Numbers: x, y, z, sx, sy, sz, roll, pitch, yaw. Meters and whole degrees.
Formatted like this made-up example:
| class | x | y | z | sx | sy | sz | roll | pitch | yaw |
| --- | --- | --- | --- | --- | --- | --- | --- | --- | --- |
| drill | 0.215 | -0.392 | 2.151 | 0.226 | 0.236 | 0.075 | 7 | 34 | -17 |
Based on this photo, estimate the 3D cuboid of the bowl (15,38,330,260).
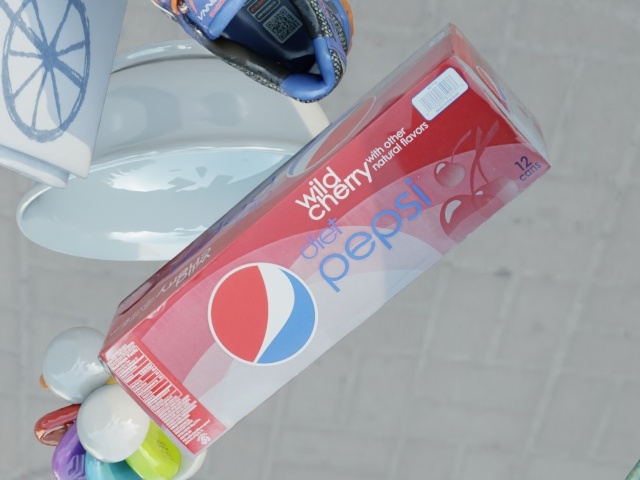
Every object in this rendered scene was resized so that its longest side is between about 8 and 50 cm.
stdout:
| class | x | y | z | sx | sy | sz | roll | pitch | yaw |
| --- | --- | --- | --- | --- | --- | --- | --- | --- | --- |
| bowl | -0.119 | -0.087 | 1.463 | 0.298 | 0.134 | 0.298 | -7 | 164 | -2 |

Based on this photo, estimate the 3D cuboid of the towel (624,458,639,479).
| class | x | y | z | sx | sy | sz | roll | pitch | yaw |
| --- | --- | --- | --- | --- | --- | --- | --- | --- | --- |
| towel | 0.116 | 0.209 | 0.418 | 0.370 | 0.040 | 0.271 | 37 | 87 | -43 |

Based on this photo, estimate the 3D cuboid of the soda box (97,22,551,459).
| class | x | y | z | sx | sy | sz | roll | pitch | yaw |
| --- | --- | --- | --- | --- | --- | --- | --- | --- | --- |
| soda box | 0.000 | 0.000 | 0.934 | 0.263 | 0.092 | 0.083 | -39 | 103 | 14 |

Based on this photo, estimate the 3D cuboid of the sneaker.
| class | x | y | z | sx | sy | sz | roll | pitch | yaw |
| --- | --- | --- | --- | --- | --- | --- | --- | --- | --- |
| sneaker | -0.062 | -0.149 | 0.886 | 0.221 | 0.087 | 0.083 | 32 | 110 | -26 |

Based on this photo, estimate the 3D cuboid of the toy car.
| class | x | y | z | sx | sy | sz | roll | pitch | yaw |
| --- | --- | --- | --- | --- | --- | --- | --- | --- | --- |
| toy car | -0.211 | 0.180 | 1.637 | 0.136 | 0.182 | 0.159 | -42 | 148 | 8 |

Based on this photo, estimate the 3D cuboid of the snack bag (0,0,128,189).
| class | x | y | z | sx | sy | sz | roll | pitch | yaw |
| --- | --- | --- | --- | --- | --- | --- | --- | --- | --- |
| snack bag | -0.189 | -0.209 | 0.884 | 0.037 | 0.323 | 0.342 | 11 | 177 | 26 |
